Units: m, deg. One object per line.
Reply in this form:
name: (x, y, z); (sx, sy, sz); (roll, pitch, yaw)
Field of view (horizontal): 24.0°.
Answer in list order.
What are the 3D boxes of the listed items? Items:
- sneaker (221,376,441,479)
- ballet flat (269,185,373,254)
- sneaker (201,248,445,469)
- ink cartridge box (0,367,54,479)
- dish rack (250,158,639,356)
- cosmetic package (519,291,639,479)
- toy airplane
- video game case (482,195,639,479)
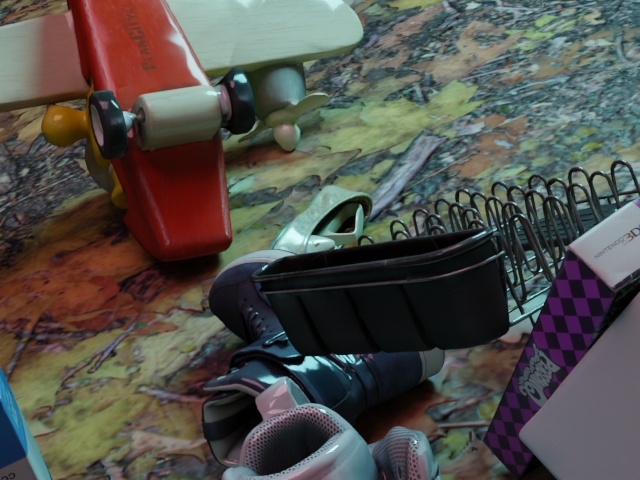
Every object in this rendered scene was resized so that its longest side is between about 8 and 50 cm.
sneaker: (0.014, 0.215, 0.639); (0.137, 0.210, 0.366); (-17, 24, 4)
ballet flat: (0.000, 0.000, 1.259); (0.052, 0.057, 0.168); (4, 33, 22)
sneaker: (-0.046, 0.085, 1.084); (0.163, 0.086, 0.226); (-33, 30, -33)
ink cartridge box: (-0.225, 0.177, 0.904); (0.140, 0.190, 0.082); (-24, 28, -10)
dish rack: (0.116, 0.002, 0.978); (0.271, 0.074, 0.208); (-25, 11, -36)
cosmetic package: (0.219, 0.059, 0.768); (0.085, 0.231, 0.117); (-15, 58, -49)
toy airplane: (-0.196, -0.163, 1.462); (0.386, 0.272, 0.384); (23, 52, 8)
video game case: (0.204, 0.027, 0.895); (0.210, 0.232, 0.042); (-33, 66, -24)
